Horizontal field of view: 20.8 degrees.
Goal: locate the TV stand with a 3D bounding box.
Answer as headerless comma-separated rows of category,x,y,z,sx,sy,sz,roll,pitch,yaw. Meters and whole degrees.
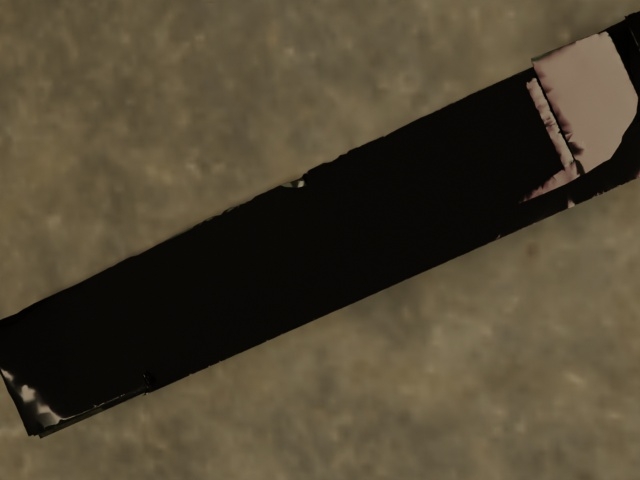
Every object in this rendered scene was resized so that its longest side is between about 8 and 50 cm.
TV stand,0.000,0.000,0.578,0.256,0.040,0.049,-24,90,25
